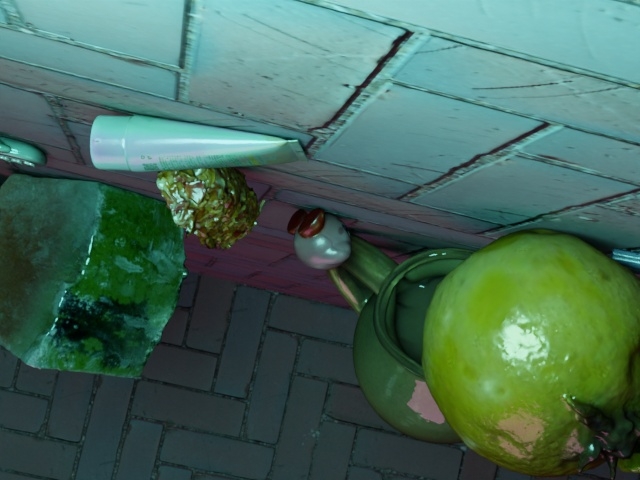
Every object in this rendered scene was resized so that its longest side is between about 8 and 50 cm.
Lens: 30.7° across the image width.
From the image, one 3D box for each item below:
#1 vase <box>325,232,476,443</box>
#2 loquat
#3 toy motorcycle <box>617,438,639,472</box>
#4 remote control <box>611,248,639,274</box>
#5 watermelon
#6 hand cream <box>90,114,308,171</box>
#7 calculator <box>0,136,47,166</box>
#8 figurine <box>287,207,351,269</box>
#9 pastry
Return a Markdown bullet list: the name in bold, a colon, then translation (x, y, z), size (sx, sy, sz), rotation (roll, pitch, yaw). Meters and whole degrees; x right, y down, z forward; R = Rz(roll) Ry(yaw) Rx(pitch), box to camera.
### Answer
- **vase**: translation (0.125, 0.100, 1.486), size (0.329, 0.241, 0.302), rotation (38, 168, 16)
- **loquat**: translation (0.214, 0.112, 1.099), size (0.244, 0.244, 0.244), rotation (13, 174, 1)
- **toy motorcycle**: translation (0.482, 0.151, 1.343), size (0.326, 0.191, 0.200), rotation (-9, 175, 20)
- **remote control**: translation (0.351, 0.032, 1.098), size (0.152, 0.027, 0.043), rotation (13, 179, 26)
- **watermelon**: translation (-0.356, 0.043, 1.616), size (0.302, 0.264, 0.151), rotation (14, 174, 17)
- **hand cream**: translation (-0.100, -0.077, 0.967), size (0.174, 0.047, 0.076), rotation (3, 173, 7)
- **calculator**: translation (-0.366, -0.104, 1.353), size (0.095, 0.021, 0.153), rotation (13, 175, -3)
- **figurine**: translation (0.000, 0.000, 1.352), size (0.071, 0.067, 0.083), rotation (36, -178, -21)
- **pastry**: translation (-0.099, -0.044, 1.086), size (0.063, 0.087, 0.169), rotation (-22, 169, 7)
